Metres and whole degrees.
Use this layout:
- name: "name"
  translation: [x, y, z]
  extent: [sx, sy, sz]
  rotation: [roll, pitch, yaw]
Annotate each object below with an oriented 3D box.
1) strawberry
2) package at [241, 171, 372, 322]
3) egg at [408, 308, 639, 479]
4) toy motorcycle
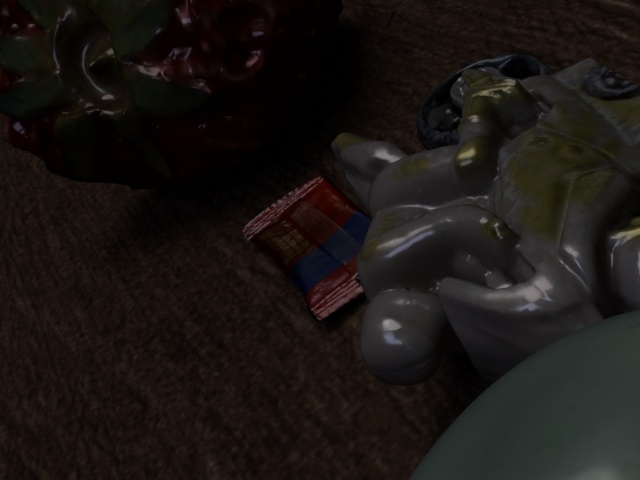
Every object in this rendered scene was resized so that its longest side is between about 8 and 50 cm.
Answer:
- name: "strawberry"
  translation: [-0.110, -0.190, 1.201]
  extent: [0.317, 0.295, 0.345]
  rotation: [-43, -15, 30]
- name: "package"
  translation: [0.000, 0.000, 0.950]
  extent: [0.083, 0.022, 0.200]
  rotation: [-40, 25, -3]
- name: "egg"
  translation: [0.094, 0.138, 0.391]
  extent: [0.183, 0.183, 0.264]
  rotation: [4, 53, 55]
- name: "toy motorcycle"
  translation: [0.105, -0.008, 0.722]
  extent: [0.223, 0.108, 0.340]
  rotation: [-33, 31, -4]
